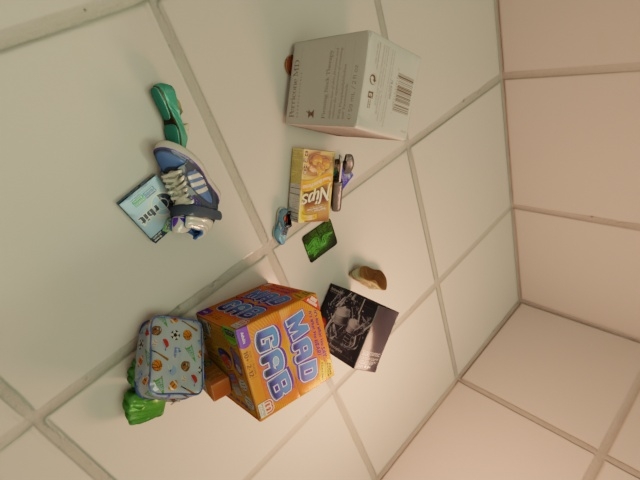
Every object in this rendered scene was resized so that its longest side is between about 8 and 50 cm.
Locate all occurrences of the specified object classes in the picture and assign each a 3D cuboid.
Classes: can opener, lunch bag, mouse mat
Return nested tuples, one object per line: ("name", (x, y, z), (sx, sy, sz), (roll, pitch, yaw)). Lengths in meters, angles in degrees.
("can opener", (0.100, -0.260, 1.882), (0.095, 0.076, 0.283), (-3, 131, -6))
("lunch bag", (-0.532, 0.430, 1.496), (0.243, 0.115, 0.303), (22, 50, -45))
("mouse mat", (0.000, 0.000, 1.992), (0.189, 0.007, 0.153), (-36, 124, -27))

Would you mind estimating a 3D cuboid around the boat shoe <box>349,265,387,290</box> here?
("boat shoe", (0.268, 0.204, 2.246), (0.285, 0.089, 0.105), (32, 56, -45))

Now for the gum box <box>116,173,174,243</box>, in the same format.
("gum box", (-0.575, -0.109, 1.431), (0.157, 0.041, 0.184), (-48, 128, -21))

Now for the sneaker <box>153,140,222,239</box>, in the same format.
("sneaker", (-0.465, -0.147, 1.394), (0.323, 0.130, 0.236), (56, 35, -47))

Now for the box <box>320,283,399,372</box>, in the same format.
("box", (0.155, 0.419, 2.028), (0.179, 0.343, 0.313), (26, 85, -42))

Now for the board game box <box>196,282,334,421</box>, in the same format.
("board game box", (-0.220, 0.410, 1.645), (0.356, 0.356, 0.356), (-20, 104, -35))

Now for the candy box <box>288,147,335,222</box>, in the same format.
("candy box", (-0.040, -0.242, 1.827), (0.183, 0.087, 0.316), (-5, 106, -41))

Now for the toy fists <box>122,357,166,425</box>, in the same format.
("toy fists", (-0.651, 0.539, 1.531), (0.142, 0.096, 0.279), (6, 97, -51))

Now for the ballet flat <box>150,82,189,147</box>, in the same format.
("ballet flat", (-0.488, -0.405, 1.396), (0.087, 0.083, 0.247), (-39, 129, -43))

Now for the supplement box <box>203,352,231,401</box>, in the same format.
("supplement box", (-0.437, 0.528, 1.617), (0.078, 0.233, 0.080), (-21, 112, -35))

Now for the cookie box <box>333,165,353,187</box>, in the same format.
("cookie box", (0.095, -0.303, 1.957), (0.107, 0.040, 0.092), (-53, 130, -16))

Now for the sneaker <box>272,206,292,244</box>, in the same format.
("sneaker", (-0.160, -0.059, 1.788), (0.063, 0.073, 0.162), (-5, 106, -41))

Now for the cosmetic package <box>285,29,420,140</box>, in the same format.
("cosmetic package", (0.121, -0.590, 1.642), (0.327, 0.393, 0.329), (-3, 104, -45))

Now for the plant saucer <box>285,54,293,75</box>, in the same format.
("plant saucer", (-0.109, -0.706, 1.675), (0.083, 0.013, 0.083), (-13, 111, -39))
